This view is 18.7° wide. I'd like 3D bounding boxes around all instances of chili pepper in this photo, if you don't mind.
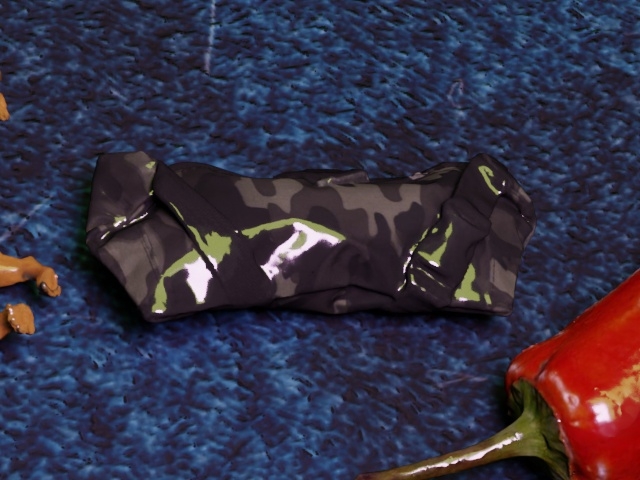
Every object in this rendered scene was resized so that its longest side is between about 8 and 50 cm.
[{"bbox_3d":[0.200,0.113,1.346,0.338,0.134,0.131,-35,87,-29],"label":"chili pepper"}]

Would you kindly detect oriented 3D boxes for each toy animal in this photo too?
[{"bbox_3d":[-0.251,-0.004,1.341,0.116,0.114,0.255,-12,48,30],"label":"toy animal"}]

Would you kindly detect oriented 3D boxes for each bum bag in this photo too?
[{"bbox_3d":[0.000,0.000,1.386,0.340,0.095,0.144,0,54,-20],"label":"bum bag"}]
